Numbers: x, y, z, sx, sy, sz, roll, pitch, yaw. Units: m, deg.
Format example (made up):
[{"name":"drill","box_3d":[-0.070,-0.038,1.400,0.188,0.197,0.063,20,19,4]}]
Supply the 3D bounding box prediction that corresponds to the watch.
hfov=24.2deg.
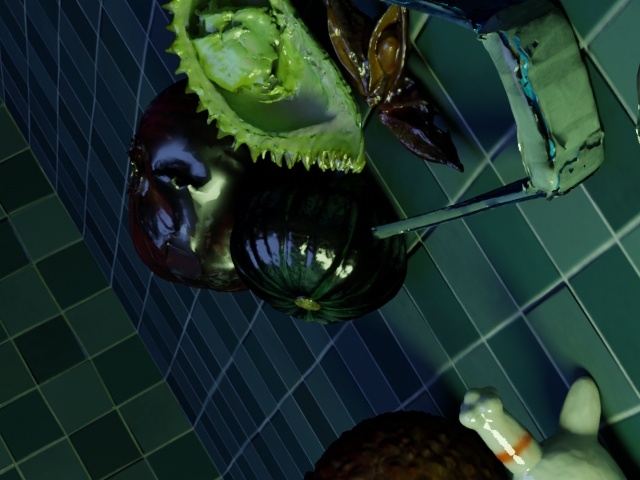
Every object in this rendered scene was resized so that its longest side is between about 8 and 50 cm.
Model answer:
[{"name":"watch","box_3d":[0.109,-0.083,1.196,0.275,0.068,0.276,21,137,48]}]

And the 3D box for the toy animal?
[{"name":"toy animal","box_3d":[0.228,0.243,1.341,0.282,0.140,0.138,55,154,10]}]

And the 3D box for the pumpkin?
[{"name":"pumpkin","box_3d":[-0.004,0.012,1.573,0.194,0.194,0.150,83,177,-51]}]

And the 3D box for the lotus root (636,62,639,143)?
[{"name":"lotus root","box_3d":[0.234,-0.076,0.911,0.088,0.088,0.165,48,169,37]}]

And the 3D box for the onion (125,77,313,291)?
[{"name":"onion","box_3d":[-0.115,-0.070,1.714,0.281,0.221,0.281,21,137,22]}]

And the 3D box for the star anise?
[{"name":"star anise","box_3d":[0.053,-0.161,1.333,0.212,0.053,0.157,49,164,46]}]

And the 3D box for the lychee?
[{"name":"lychee","box_3d":[0.097,0.315,1.648,0.260,0.261,0.260,53,161,27]}]

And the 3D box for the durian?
[{"name":"durian","box_3d":[-0.054,-0.209,1.488,0.355,0.157,0.169,59,140,8]}]
